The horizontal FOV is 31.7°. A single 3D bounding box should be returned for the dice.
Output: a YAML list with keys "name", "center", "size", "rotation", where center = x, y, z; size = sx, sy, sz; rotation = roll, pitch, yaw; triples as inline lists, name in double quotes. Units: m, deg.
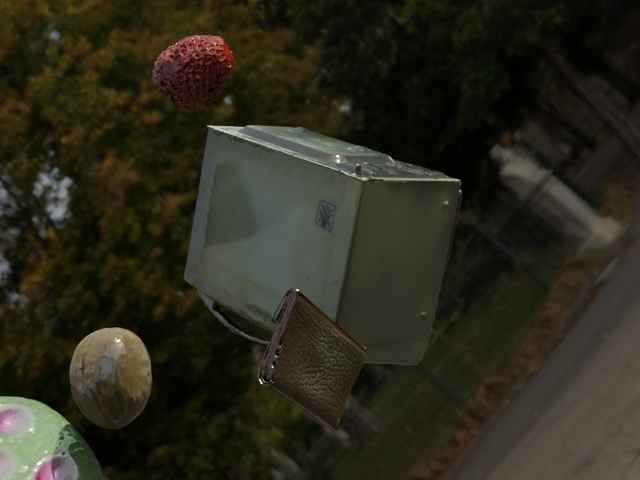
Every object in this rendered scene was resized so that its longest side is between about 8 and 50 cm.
- name: "dice"
  center: [-0.534, 0.480, 1.864]
  size: [0.318, 0.330, 0.322]
  rotation: [-25, -40, -37]

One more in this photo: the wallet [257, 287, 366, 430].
- name: "wallet"
  center: [-0.010, 0.165, 1.523]
  size: [0.243, 0.039, 0.133]
  rotation: [45, -119, -58]

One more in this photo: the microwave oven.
- name: "microwave oven"
  center: [0.000, 0.000, 1.831]
  size: [0.247, 0.394, 0.333]
  rotation: [1, -74, -42]

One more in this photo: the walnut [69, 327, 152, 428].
- name: "walnut"
  center: [-0.337, 0.220, 1.817]
  size: [0.140, 0.140, 0.162]
  rotation: [117, 163, -62]

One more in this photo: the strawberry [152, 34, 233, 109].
- name: "strawberry"
  center: [-0.134, -0.185, 1.225]
  size: [0.096, 0.083, 0.083]
  rotation: [-31, 4, 33]
